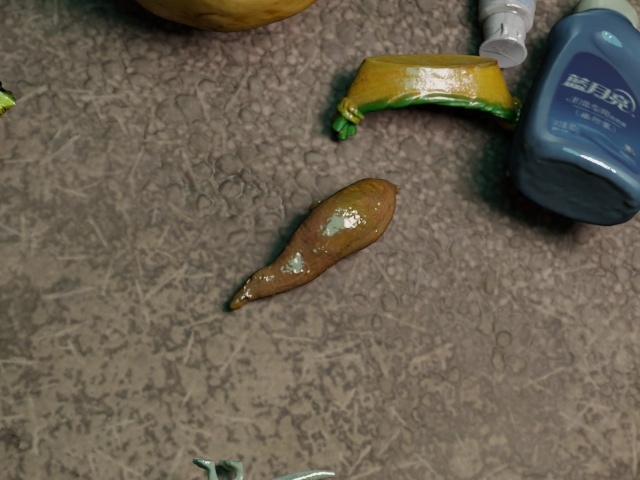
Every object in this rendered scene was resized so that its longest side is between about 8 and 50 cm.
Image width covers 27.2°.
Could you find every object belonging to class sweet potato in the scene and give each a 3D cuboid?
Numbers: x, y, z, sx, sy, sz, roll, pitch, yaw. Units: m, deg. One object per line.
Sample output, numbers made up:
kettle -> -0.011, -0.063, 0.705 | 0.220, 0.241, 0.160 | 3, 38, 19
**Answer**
sweet potato -> 0.003, -0.003, 1.278 | 0.226, 0.068, 0.068 | -37, 84, -23

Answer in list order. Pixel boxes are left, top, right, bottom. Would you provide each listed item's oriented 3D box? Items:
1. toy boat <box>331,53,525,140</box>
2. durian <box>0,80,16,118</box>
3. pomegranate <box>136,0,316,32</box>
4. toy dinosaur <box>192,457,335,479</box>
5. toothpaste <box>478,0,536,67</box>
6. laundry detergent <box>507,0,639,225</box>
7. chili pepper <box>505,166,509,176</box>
toy boat -> 0.121, -0.143, 1.358 | 0.230, 0.089, 0.088 | -2, 109, -15
durian -> -0.389, -0.092, 1.186 | 0.221, 0.137, 0.095 | -10, 108, -24
pomegranate -> -0.083, -0.343, 1.271 | 0.307, 0.307, 0.307 | 5, 70, -14
toy dinosaur -> -0.081, 0.250, 1.182 | 0.187, 0.044, 0.106 | 11, 82, -25
toothpaste -> 0.208, -0.297, 1.449 | 0.089, 0.057, 0.234 | 16, 61, -12
laundry detergent -> 0.286, -0.154, 1.370 | 0.143, 0.094, 0.289 | 20, 53, -1
chili pepper -> 0.265, -0.059, 1.383 | 0.153, 0.041, 0.050 | 8, 49, -3
